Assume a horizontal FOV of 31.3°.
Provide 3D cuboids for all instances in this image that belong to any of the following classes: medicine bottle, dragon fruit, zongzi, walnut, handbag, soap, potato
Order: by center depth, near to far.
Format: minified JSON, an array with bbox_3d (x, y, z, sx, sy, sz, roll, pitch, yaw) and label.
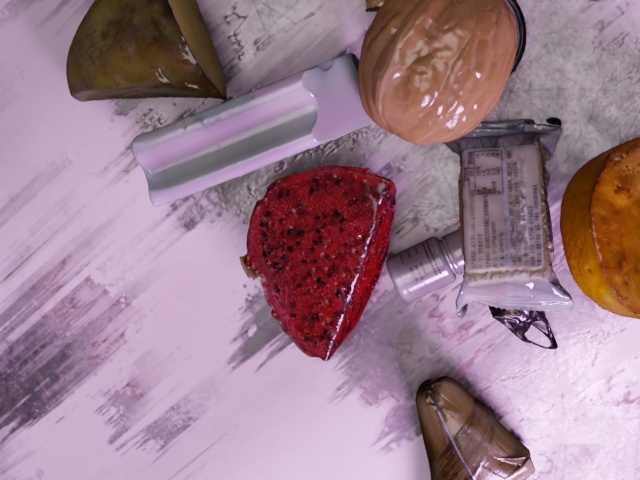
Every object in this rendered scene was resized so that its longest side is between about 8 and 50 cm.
[{"bbox_3d":[0.168,-0.265,1.641,0.225,0.225,0.261,30,104,3],"label":"walnut"},{"bbox_3d":[-0.093,-0.171,1.738,0.347,0.208,0.115,-20,98,11],"label":"soap"},{"bbox_3d":[-0.304,-0.290,1.768,0.255,0.112,0.269,-27,71,21],"label":"potato"},{"bbox_3d":[0.328,0.117,1.780,0.072,0.115,0.139,-42,108,13],"label":"handbag"},{"bbox_3d":[0.176,0.038,1.794,0.130,0.080,0.080,-26,95,9],"label":"medicine bottle"},{"bbox_3d":[0.000,0.000,1.795,0.205,0.152,0.317,25,110,17],"label":"dragon fruit"},{"bbox_3d":[0.190,0.355,1.831,0.242,0.112,0.221,-44,92,14],"label":"zongzi"}]

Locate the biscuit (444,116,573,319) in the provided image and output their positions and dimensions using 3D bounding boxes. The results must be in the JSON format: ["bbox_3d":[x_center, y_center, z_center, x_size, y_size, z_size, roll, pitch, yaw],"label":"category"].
[{"bbox_3d":[0.283,-0.041,1.719,0.186,0.079,0.309,-4,69,8],"label":"biscuit"}]

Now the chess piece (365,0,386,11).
[{"bbox_3d":[0.084,-0.439,1.742,0.060,0.060,0.172,-8,96,11],"label":"chess piece"}]

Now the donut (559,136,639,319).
[{"bbox_3d":[0.463,-0.011,1.673,0.277,0.108,0.278,5,81,-31],"label":"donut"}]

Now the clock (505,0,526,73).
[{"bbox_3d":[0.223,-0.312,1.746,0.184,0.040,0.184,2,100,9],"label":"clock"}]
